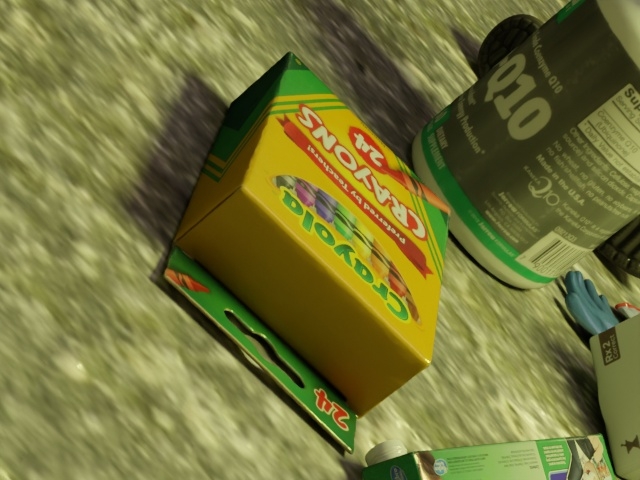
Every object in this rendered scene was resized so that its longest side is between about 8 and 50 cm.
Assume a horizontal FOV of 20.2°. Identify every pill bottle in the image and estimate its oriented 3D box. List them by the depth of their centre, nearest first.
[{"bbox_3d":[0.060,0.184,1.279,0.043,0.043,0.083,20,37,-49],"label":"pill bottle"},{"bbox_3d":[0.281,-0.132,1.738,0.204,0.361,0.204,40,25,-23],"label":"pill bottle"}]

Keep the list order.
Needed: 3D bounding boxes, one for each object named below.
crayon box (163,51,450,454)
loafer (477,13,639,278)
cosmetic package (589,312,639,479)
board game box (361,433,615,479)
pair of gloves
[{"bbox_3d":[0.000,0.000,1.400,0.202,0.081,0.318,44,25,-15],"label":"crayon box"},{"bbox_3d":[0.331,-0.113,2.083,0.130,0.134,0.366,5,50,-58],"label":"loafer"},{"bbox_3d":[0.378,0.157,1.721,0.183,0.151,0.151,28,43,-41],"label":"cosmetic package"},{"bbox_3d":[0.152,0.249,1.275,0.317,0.046,0.214,7,65,-58],"label":"board game box"},{"bbox_3d":[0.320,0.111,1.878,0.198,0.023,0.159,26,31,-44],"label":"pair of gloves"}]
